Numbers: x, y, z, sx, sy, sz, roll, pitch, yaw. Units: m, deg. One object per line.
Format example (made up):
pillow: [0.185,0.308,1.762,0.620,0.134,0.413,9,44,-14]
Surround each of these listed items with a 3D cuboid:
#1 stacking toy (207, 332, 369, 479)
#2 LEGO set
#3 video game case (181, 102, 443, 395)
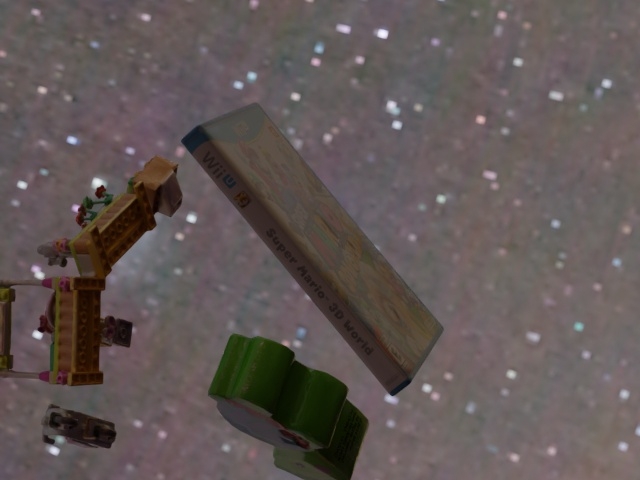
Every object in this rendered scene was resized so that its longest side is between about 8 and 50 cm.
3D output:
stacking toy: [-0.096,0.069,0.356,0.221,0.052,0.167,31,-115,-27]
LEGO set: [-0.221,0.038,1.524,0.132,0.107,0.287,44,-128,-53]
video game case: [0.000,0.000,0.903,0.015,0.166,0.119,-40,0,17]
